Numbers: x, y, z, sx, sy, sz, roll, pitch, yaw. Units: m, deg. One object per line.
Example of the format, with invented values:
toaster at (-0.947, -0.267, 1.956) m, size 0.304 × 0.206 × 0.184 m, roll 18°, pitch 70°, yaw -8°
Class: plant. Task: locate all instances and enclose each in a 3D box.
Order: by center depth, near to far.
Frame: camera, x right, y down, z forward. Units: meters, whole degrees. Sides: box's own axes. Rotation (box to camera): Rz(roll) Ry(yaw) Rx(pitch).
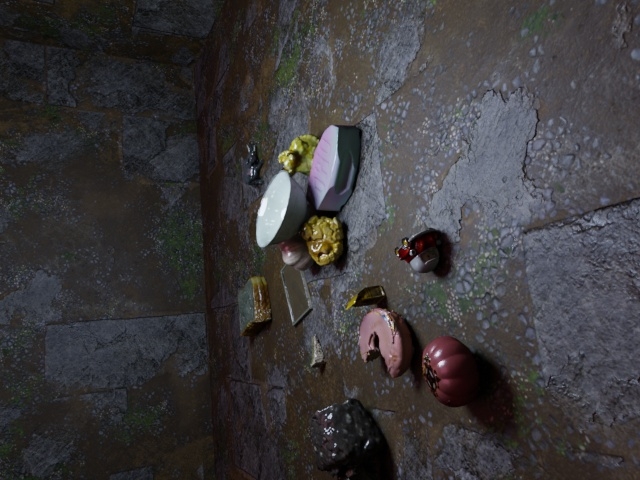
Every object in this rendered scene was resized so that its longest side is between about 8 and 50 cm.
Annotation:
plant at (0.096, 0.709, 1.622) m, size 0.312 × 0.215 × 0.213 m, roll 68°, pitch 148°, yaw 33°

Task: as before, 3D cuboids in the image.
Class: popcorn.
popcorn at (0.016, -0.010, 1.862) m, size 0.194 × 0.163 × 0.140 m, roll 57°, pitch 172°, yaw -5°
popcorn at (-0.073, -0.343, 1.958) m, size 0.173 × 0.195 × 0.169 m, roll -168°, pitch 71°, yaw -67°

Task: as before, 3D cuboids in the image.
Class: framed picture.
framed picture at (-0.114, 0.219, 2.230) m, size 0.211 × 0.020 × 0.290 m, roll -52°, pitch 45°, yaw 50°

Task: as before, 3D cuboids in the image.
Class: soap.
soap at (0.050, -0.273, 1.820) m, size 0.193 × 0.109 × 0.324 m, roll 46°, pitch 129°, yaw 52°

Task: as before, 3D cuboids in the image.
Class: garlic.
garlic at (-0.054, 0.004, 2.007) m, size 0.226 × 0.199 × 0.199 m, roll -32°, pitch 58°, yaw 24°

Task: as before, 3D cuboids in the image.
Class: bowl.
bowl at (-0.128, -0.107, 1.906) m, size 0.313 × 0.146 × 0.314 m, roll -42°, pitch 40°, yaw 50°

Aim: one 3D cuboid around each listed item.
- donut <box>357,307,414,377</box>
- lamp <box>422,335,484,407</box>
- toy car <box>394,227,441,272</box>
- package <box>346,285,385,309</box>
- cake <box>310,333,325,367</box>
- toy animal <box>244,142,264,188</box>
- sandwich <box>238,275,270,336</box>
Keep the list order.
donut at (0.209, 0.311, 1.543) m, size 0.233 × 0.085 × 0.199 m, roll 13°, pitch 102°, yaw 62°
lamp at (0.341, 0.334, 1.250) m, size 0.182 × 0.140 × 0.182 m, roll 170°, pitch 90°, yaw -79°
toy car at (0.286, 0.040, 1.390) m, size 0.112 × 0.112 × 0.139 m, roll 62°, pitch 155°, yaw 16°
package at (0.145, 0.191, 1.617) m, size 0.071 × 0.131 × 0.047 m, roll -54°, pitch 49°, yaw 52°
cake at (-0.011, 0.462, 2.031) m, size 0.051 × 0.055 × 0.140 m, roll 120°, pitch 157°, yaw -46°
toy animal at (-0.364, -0.415, 2.636) m, size 0.137 × 0.082 × 0.270 m, roll -9°, pitch 83°, yaw 61°
sandwich at (-0.365, 0.351, 2.628) m, size 0.301 × 0.099 × 0.271 m, roll -47°, pitch 49°, yaw 54°
